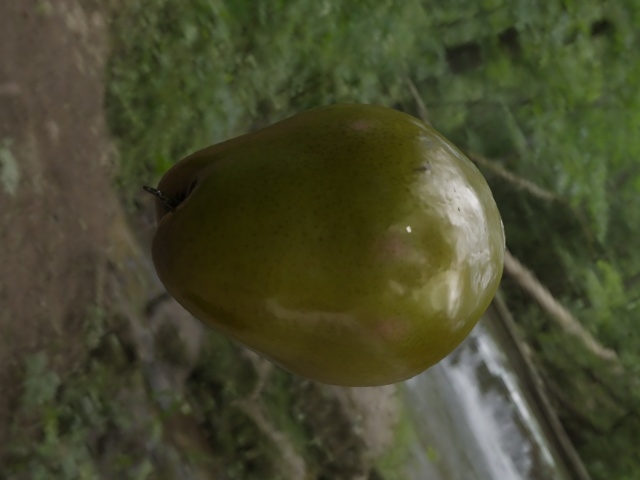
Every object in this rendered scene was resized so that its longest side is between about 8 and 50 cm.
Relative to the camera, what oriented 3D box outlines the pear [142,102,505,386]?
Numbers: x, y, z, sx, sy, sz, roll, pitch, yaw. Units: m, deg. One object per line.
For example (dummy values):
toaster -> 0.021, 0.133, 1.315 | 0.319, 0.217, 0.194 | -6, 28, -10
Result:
pear -> 0.011, -0.002, 1.205 | 0.336, 0.285, 0.285 | 15, 42, -52
